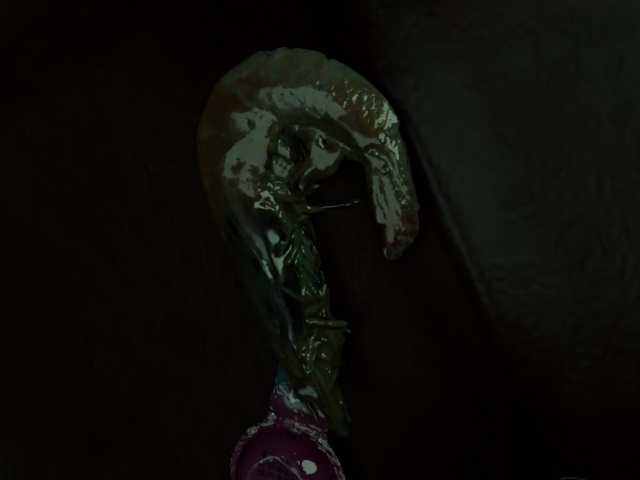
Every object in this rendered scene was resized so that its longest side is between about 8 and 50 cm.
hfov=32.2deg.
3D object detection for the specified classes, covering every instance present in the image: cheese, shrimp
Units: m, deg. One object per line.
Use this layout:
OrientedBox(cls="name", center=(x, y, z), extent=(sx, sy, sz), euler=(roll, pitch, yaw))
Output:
OrientedBox(cls="cheese", center=(-0.020, 0.150, 0.765), extent=(0.095, 0.038, 0.145), euler=(16, 106, 22))
OrientedBox(cls="shrimp", center=(-0.001, 0.000, 0.702), extent=(0.143, 0.052, 0.251), euler=(-14, 97, 28))
